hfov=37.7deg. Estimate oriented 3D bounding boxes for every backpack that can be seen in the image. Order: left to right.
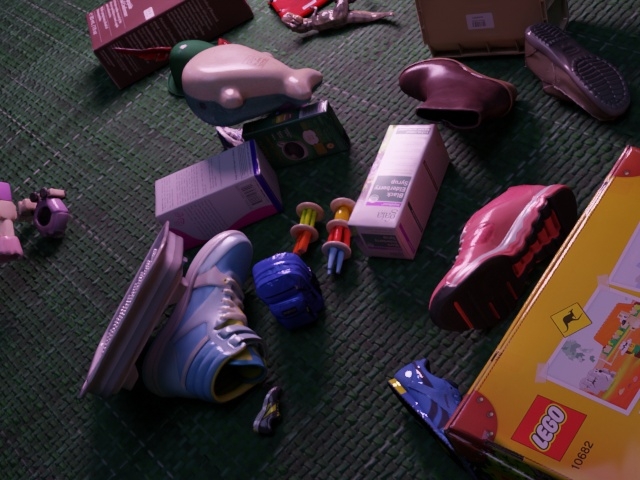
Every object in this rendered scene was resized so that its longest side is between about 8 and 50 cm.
[{"bbox_3d":[-0.053,0.083,1.573,0.098,0.120,0.101,-25,44,6],"label":"backpack"}]

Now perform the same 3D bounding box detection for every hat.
[{"bbox_3d":[-0.321,-0.449,2.148,0.173,0.183,0.208,0,52,29],"label":"hat"}]

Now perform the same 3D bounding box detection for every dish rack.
[{"bbox_3d":[-0.300,0.119,1.582,0.285,0.072,0.333,-62,12,4],"label":"dish rack"}]

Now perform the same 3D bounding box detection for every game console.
[{"bbox_3d":[-0.043,-0.574,2.229,0.144,0.085,0.124,-33,75,-1],"label":"game console"}]

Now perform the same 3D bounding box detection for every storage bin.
[{"bbox_3d":[0.318,-0.492,1.786,0.262,0.260,0.123,3,37,31],"label":"storage bin"}]

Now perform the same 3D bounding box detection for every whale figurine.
[{"bbox_3d":[-0.134,-0.288,1.828,0.272,0.141,0.216,8,37,14],"label":"whale figurine"}]

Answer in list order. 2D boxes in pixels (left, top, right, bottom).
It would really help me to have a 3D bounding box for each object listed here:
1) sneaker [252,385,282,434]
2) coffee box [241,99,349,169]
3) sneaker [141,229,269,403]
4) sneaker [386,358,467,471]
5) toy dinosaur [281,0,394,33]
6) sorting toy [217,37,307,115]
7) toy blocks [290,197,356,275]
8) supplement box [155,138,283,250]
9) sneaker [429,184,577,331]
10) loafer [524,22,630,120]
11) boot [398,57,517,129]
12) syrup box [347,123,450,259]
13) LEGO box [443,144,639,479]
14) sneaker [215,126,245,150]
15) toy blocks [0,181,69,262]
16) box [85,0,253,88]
[{"bbox_3d":[-0.075,0.272,1.487,0.035,0.031,0.083,15,64,22],"label":"sneaker"},{"bbox_3d":[-0.050,-0.203,1.831,0.184,0.113,0.040,-15,48,20],"label":"coffee box"},{"bbox_3d":[-0.145,0.135,1.579,0.208,0.127,0.319,9,66,37],"label":"sneaker"},{"bbox_3d":[0.180,0.244,1.338,0.082,0.069,0.209,-35,43,-8],"label":"sneaker"},{"bbox_3d":[0.050,-0.519,2.099,0.268,0.064,0.118,-2,58,25],"label":"toy dinosaur"},{"bbox_3d":[-0.149,-0.308,2.007,0.126,0.127,0.365,-55,42,12],"label":"sorting toy"},{"bbox_3d":[0.000,0.000,1.665,0.123,0.054,0.148,-7,50,23],"label":"toy blocks"},{"bbox_3d":[-0.197,-0.086,1.810,0.220,0.111,0.114,-22,44,10],"label":"supplement box"},{"bbox_3d":[0.266,0.024,1.476,0.314,0.116,0.136,-42,34,-20],"label":"sneaker"},{"bbox_3d":[0.450,-0.288,1.663,0.094,0.087,0.251,-16,51,-21],"label":"loafer"},{"bbox_3d":[0.217,-0.265,1.697,0.248,0.090,0.207,14,27,29],"label":"boot"},{"bbox_3d":[0.140,-0.086,1.634,0.093,0.096,0.237,3,53,31],"label":"syrup box"},{"bbox_3d":[0.456,0.151,1.175,0.372,0.193,0.500,20,64,40],"label":"LEGO box"},{"bbox_3d":[-0.166,-0.208,1.953,0.058,0.052,0.135,-36,50,-18],"label":"sneaker"},{"bbox_3d":[-0.712,0.039,1.948,0.289,0.309,0.260,-19,77,29],"label":"toy blocks"},{"bbox_3d":[-0.375,-0.552,2.306,0.381,0.143,0.191,-27,43,2],"label":"box"}]
